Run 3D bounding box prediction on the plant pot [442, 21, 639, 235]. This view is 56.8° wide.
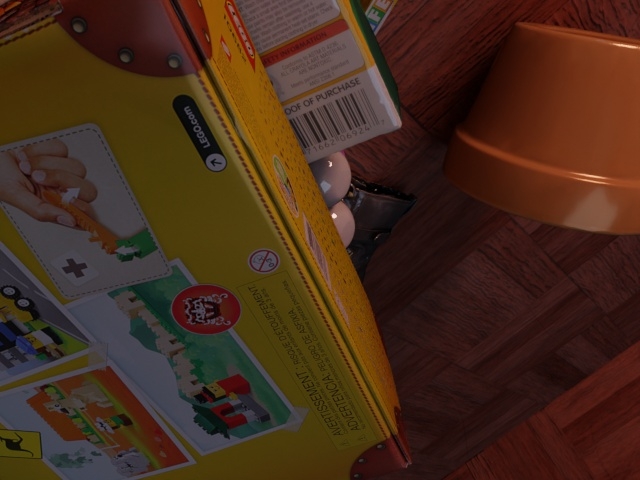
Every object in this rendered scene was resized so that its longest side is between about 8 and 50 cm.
[{"bbox_3d":[0.320,-0.159,0.758,0.290,0.291,0.204,-4,117,-26],"label":"plant pot"}]

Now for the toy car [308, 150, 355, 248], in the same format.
[{"bbox_3d":[-0.021,-0.076,0.745,0.136,0.159,0.182,-49,145,-37],"label":"toy car"}]

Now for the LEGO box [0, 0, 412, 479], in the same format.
[{"bbox_3d":[-0.173,0.045,0.527,0.372,0.193,0.500,-19,126,8],"label":"LEGO box"}]

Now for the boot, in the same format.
[{"bbox_3d":[0.000,0.000,0.880,0.262,0.091,0.229,1,127,-36],"label":"boot"}]

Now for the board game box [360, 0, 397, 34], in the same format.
[{"bbox_3d":[0.037,-0.255,0.604,0.026,0.103,0.154,12,126,-37],"label":"board game box"}]

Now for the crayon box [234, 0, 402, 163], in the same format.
[{"bbox_3d":[-0.082,-0.210,0.516,0.203,0.083,0.323,-19,127,18],"label":"crayon box"}]
